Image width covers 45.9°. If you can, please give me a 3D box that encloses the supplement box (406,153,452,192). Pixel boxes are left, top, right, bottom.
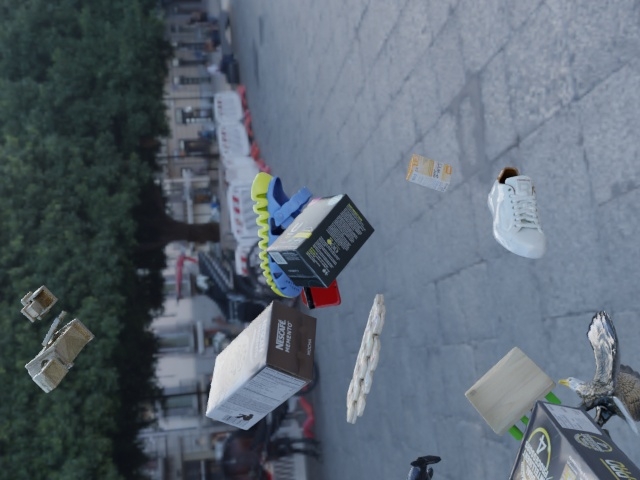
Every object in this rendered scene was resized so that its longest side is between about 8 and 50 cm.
[{"bbox_3d":[0.258,-0.160,1.793,0.036,0.099,0.062,111,176,-49],"label":"supplement box"}]

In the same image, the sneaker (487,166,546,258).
[{"bbox_3d":[0.449,-0.074,1.730,0.290,0.106,0.123,-99,16,-55],"label":"sneaker"}]

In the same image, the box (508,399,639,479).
[{"bbox_3d":[0.338,0.436,0.991,0.395,0.097,0.318,-105,28,-77],"label":"box"}]

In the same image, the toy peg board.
[{"bbox_3d":[0.426,0.343,1.644,0.079,0.161,0.160,46,-177,-24],"label":"toy peg board"}]

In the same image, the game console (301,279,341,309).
[{"bbox_3d":[-0.012,0.104,2.024,0.124,0.085,0.144,-149,45,-75],"label":"game console"}]

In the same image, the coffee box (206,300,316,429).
[{"bbox_3d":[-0.137,0.290,1.727,0.297,0.119,0.168,-45,29,41],"label":"coffee box"}]

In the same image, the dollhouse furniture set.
[{"bbox_3d":[-0.583,0.211,1.535,0.161,0.101,0.182,50,-157,-14],"label":"dollhouse furniture set"}]

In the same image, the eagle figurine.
[{"bbox_3d":[0.662,0.332,1.745,0.225,0.298,0.226,34,151,24],"label":"eagle figurine"}]

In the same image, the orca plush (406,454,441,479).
[{"bbox_3d":[0.302,0.710,2.143,0.102,0.151,0.287,42,136,31],"label":"orca plush"}]

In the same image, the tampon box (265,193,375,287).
[{"bbox_3d":[0.000,0.000,1.473,0.101,0.161,0.120,51,154,-21],"label":"tampon box"}]

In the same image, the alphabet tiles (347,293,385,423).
[{"bbox_3d":[0.103,0.271,1.744,0.278,0.021,0.284,-84,8,-74],"label":"alphabet tiles"}]

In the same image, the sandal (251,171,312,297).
[{"bbox_3d":[-0.076,-0.010,1.827,0.126,0.138,0.317,-54,-41,-65],"label":"sandal"}]
